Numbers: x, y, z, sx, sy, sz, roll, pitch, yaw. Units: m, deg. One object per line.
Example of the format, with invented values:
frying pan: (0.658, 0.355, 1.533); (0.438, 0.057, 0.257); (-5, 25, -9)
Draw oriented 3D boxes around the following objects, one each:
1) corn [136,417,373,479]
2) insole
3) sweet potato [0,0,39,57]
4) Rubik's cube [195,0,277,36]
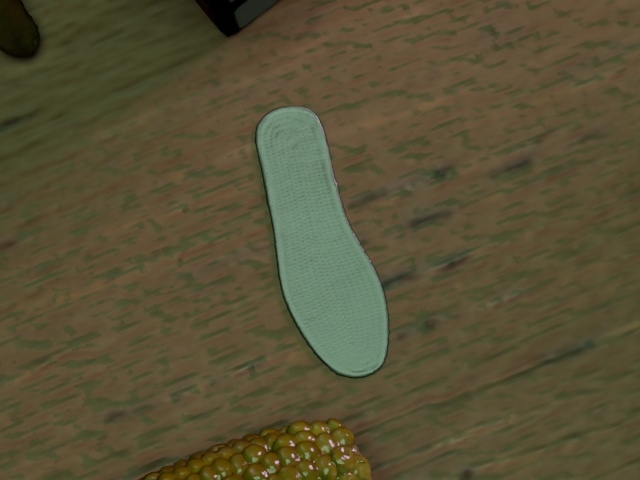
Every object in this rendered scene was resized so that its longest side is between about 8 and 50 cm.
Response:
corn: (-0.094, 0.166, 0.856); (0.260, 0.091, 0.091); (-23, 65, -5)
insole: (0.000, 0.000, 0.925); (0.053, 0.002, 0.152); (-14, 80, 0)
sweet potato: (-0.240, -0.206, 0.933); (0.269, 0.075, 0.075); (43, 84, -1)
Rubik's cube: (-0.041, -0.227, 0.886); (0.162, 0.163, 0.160); (-38, 81, -1)
